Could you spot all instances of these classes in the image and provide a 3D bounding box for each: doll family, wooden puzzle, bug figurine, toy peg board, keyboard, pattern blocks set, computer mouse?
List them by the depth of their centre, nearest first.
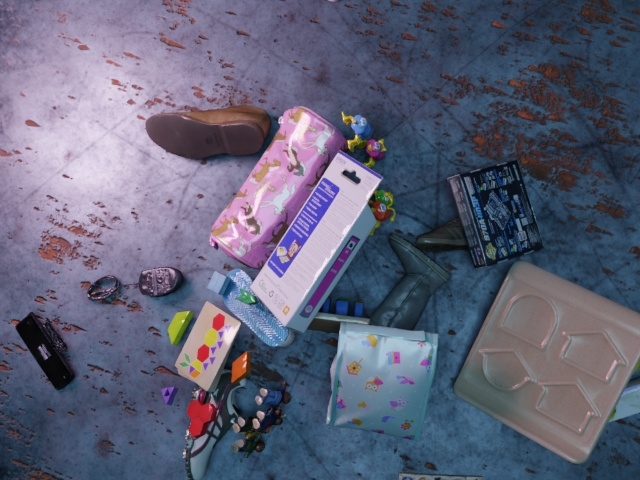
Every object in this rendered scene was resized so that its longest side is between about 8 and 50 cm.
[{"bbox_3d":[0.510,0.262,1.549,0.322,0.080,0.347,27,94,25],"label":"wooden puzzle"},{"bbox_3d":[0.120,-0.153,1.561,0.072,0.216,0.278,-13,86,12],"label":"bug figurine"},{"bbox_3d":[-0.253,0.243,1.574,0.285,0.026,0.324,36,95,42],"label":"pattern blocks set"},{"bbox_3d":[0.032,0.159,1.587,0.161,0.160,0.079,7,73,2],"label":"toy peg board"},{"bbox_3d":[-0.131,0.413,1.607,0.193,0.111,0.076,-49,53,12],"label":"doll family"},{"bbox_3d":[-0.441,0.108,1.666,0.242,0.041,0.071,-8,79,9],"label":"computer mouse"},{"bbox_3d":[-0.646,0.258,1.674,0.100,0.038,0.192,-35,88,24],"label":"keyboard"}]

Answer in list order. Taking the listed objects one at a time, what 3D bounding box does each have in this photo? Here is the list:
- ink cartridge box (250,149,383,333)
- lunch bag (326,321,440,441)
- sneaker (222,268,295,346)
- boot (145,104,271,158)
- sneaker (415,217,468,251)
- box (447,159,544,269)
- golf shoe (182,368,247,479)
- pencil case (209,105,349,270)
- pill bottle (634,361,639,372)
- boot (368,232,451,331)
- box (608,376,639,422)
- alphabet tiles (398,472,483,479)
[{"bbox_3d":[0.000,0.000,1.490,0.069,0.176,0.370,25,100,-39],"label":"ink cartridge box"},{"bbox_3d":[0.134,0.289,1.533,0.224,0.160,0.262,8,122,3],"label":"lunch bag"},{"bbox_3d":[-0.148,0.162,1.627,0.087,0.092,0.228,-42,68,3],"label":"sneaker"},{"bbox_3d":[-0.262,-0.266,1.648,0.306,0.115,0.112,5,130,16],"label":"boot"},{"bbox_3d":[0.302,-0.016,1.612,0.189,0.066,0.071,0,72,-21],"label":"sneaker"},{"bbox_3d":[0.401,-0.061,1.591,0.175,0.051,0.220,-16,88,-25],"label":"box"},{"bbox_3d":[-0.249,0.431,1.613,0.120,0.105,0.272,9,89,-3],"label":"golf shoe"},{"bbox_3d":[-0.096,-0.114,1.596,0.160,0.167,0.386,32,90,-41],"label":"pencil case"},{"bbox_3d":[0.714,0.279,1.605,0.043,0.043,0.083,42,90,3],"label":"pill bottle"},{"bbox_3d":[0.179,0.112,1.626,0.190,0.076,0.208,40,97,5],"label":"boot"},{"bbox_3d":[0.685,0.366,1.593,0.324,0.067,0.063,-18,88,1],"label":"box"},{"bbox_3d":[0.259,0.647,1.630,0.237,0.009,0.198,2,89,3],"label":"alphabet tiles"}]
